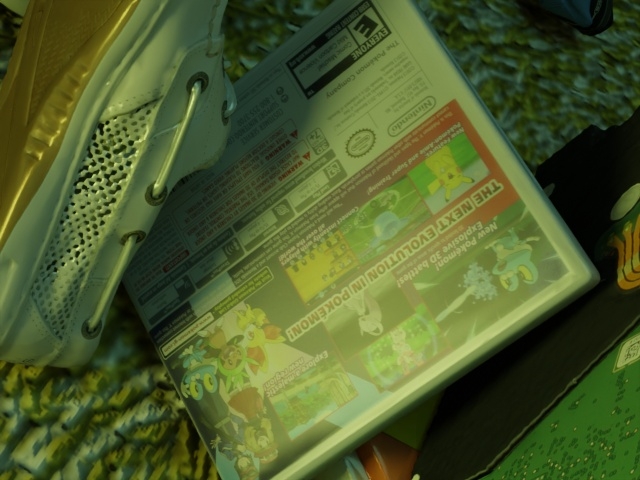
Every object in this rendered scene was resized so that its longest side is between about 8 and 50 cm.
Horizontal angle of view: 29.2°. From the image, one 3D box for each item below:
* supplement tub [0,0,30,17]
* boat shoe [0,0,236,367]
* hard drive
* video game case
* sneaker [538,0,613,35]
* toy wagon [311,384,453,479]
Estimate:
[{"bbox_3d":[-0.075,-0.248,0.692,0.191,0.191,0.272,46,47,-1],"label":"supplement tub"},{"bbox_3d":[-0.086,-0.066,0.558,0.096,0.277,0.098,20,16,-37],"label":"boat shoe"},{"bbox_3d":[0.146,0.033,0.544,0.064,0.237,0.339,38,48,-9],"label":"hard drive"},{"bbox_3d":[0.000,0.000,0.583,0.183,0.201,0.023,60,18,20],"label":"video game case"},{"bbox_3d":[0.199,-0.232,0.960,0.078,0.067,0.188,39,43,-36],"label":"sneaker"},{"bbox_3d":[0.097,0.124,0.659,0.267,0.068,0.344,30,50,-15],"label":"toy wagon"}]
